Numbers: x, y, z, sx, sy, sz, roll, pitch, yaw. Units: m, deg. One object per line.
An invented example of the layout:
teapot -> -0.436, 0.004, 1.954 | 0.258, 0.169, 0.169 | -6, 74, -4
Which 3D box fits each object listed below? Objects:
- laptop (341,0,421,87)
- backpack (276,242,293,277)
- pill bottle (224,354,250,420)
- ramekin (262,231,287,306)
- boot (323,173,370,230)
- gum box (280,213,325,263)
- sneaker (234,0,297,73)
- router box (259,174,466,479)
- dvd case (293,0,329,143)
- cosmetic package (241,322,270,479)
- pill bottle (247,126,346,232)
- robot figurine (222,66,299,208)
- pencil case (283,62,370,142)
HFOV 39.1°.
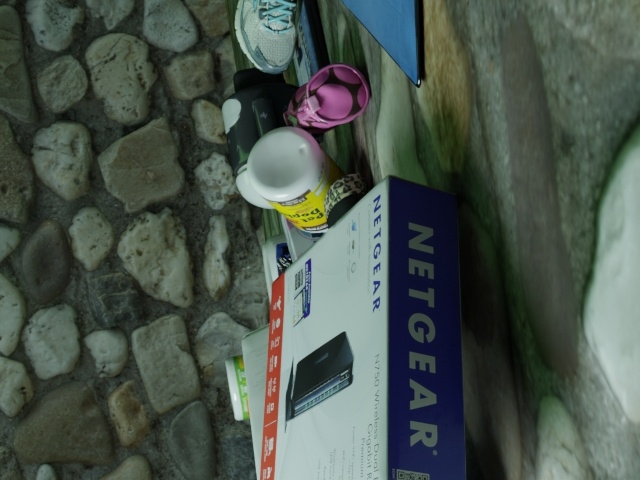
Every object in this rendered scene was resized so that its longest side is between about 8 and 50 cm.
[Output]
laptop -> -0.051, -0.410, 0.987 | 0.236, 0.408, 0.382 | -60, 25, 20
backpack -> -0.021, 0.041, 1.708 | 0.101, 0.120, 0.098 | -94, -3, -56
pill bottle -> -0.074, 0.297, 1.939 | 0.136, 0.246, 0.136 | 170, 90, -82
ramekin -> -0.043, 0.100, 1.905 | 0.273, 0.127, 0.272 | 170, 90, -82
boot -> 0.050, 0.036, 1.330 | 0.236, 0.085, 0.178 | 101, 161, -51
gum box -> 0.000, 0.000, 1.543 | 0.062, 0.107, 0.188 | 88, 169, -47
sneaker -> -0.088, -0.437, 1.579 | 0.122, 0.110, 0.282 | -177, 84, -72
router box -> 0.032, 0.147, 0.935 | 0.301, 0.082, 0.335 | 136, 142, -54
dvd case -> -0.013, -0.291, 1.593 | 0.253, 0.022, 0.180 | 116, 142, -77
cosmetic package -> -0.001, 0.317, 1.462 | 0.217, 0.156, 0.385 | 56, -166, -34
pill bottle -> -0.022, -0.084, 1.398 | 0.215, 0.117, 0.117 | 41, -147, -63
robot figurine -> -0.095, -0.200, 1.765 | 0.174, 0.209, 0.278 | -22, 74, 39
pencil case -> 0.005, -0.197, 1.295 | 0.209, 0.098, 0.095 | -176, 73, -81
